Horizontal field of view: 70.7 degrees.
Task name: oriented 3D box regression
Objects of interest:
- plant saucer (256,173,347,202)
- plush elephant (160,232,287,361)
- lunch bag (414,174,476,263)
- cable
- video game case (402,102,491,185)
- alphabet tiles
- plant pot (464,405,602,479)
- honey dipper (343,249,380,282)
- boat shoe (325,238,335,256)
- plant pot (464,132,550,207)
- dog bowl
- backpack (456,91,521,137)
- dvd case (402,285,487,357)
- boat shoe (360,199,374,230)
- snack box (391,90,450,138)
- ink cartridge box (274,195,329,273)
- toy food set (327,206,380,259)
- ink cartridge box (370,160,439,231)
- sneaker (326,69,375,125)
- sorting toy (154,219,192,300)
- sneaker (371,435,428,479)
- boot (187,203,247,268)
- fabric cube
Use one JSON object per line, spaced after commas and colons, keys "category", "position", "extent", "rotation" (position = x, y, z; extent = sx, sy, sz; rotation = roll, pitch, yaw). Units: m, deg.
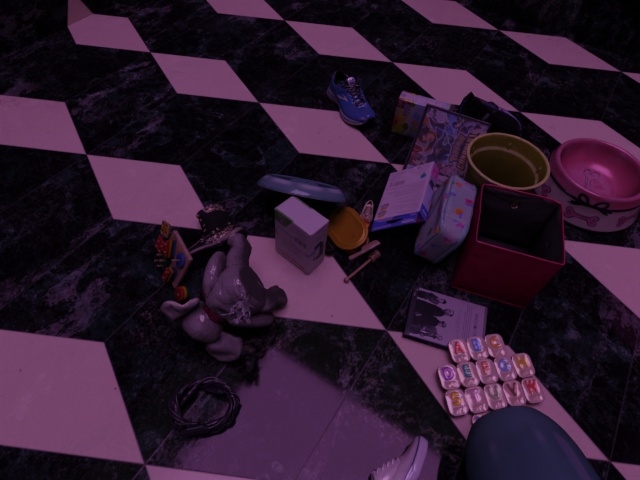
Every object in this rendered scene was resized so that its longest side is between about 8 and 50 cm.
{"category": "plant saucer", "position": [-0.060, -0.185, 1.557], "extent": [0.317, 0.043, 0.317], "rotation": [11, 11, -2]}
{"category": "plush elephant", "position": [-0.281, 0.188, 1.283], "extent": [0.255, 0.272, 0.330], "rotation": [-31, 15, 16]}
{"category": "lunch bag", "position": [0.417, -0.071, 1.521], "extent": [0.108, 0.224, 0.279], "rotation": [26, 55, -3]}
{"category": "cable", "position": [-0.307, 0.437, 1.200], "extent": [0.184, 0.047, 0.150], "rotation": [-11, 49, -9]}
{"category": "video game case", "position": [0.474, -0.349, 1.718], "extent": [0.248, 0.275, 0.035], "rotation": [23, 21, 13]}
{"category": "alphabet tiles", "position": [0.477, 0.403, 1.266], "extent": [0.284, 0.021, 0.278], "rotation": [-6, 61, -8]}
{"category": "plant pot", "position": [0.469, 0.533, 1.037], "extent": [0.293, 0.293, 0.235], "rotation": [-1, 37, -5]}
{"category": "honey dipper", "position": [0.137, 0.089, 1.501], "extent": [0.161, 0.030, 0.030], "rotation": [-38, 64, -23]}
{"category": "boat shoe", "position": [0.001, -0.001, 1.550], "extent": [0.049, 0.042, 0.133], "rotation": [-32, 60, -22]}
{"category": "plant pot", "position": [0.619, -0.196, 1.605], "extent": [0.276, 0.254, 0.276], "rotation": [2, 53, -3]}
{"category": "dog bowl", "position": [1.041, -0.228, 1.724], "extent": [0.408, 0.150, 0.408], "rotation": [2, 53, -2]}
{"category": "backpack", "position": [0.643, -0.424, 1.792], "extent": [0.263, 0.276, 0.213], "rotation": [25, 33, 5]}
{"category": "dvd case", "position": [0.387, 0.251, 1.392], "extent": [0.239, 0.029, 0.179], "rotation": [16, 54, 7]}
{"category": "boat shoe", "position": [0.165, -0.084, 1.622], "extent": [0.049, 0.043, 0.137], "rotation": [16, 55, 5]}
{"category": "snack box", "position": [0.414, -0.508, 1.876], "extent": [0.207, 0.174, 0.070], "rotation": [19, 55, 11]}
{"category": "ink cartridge box", "position": [-0.064, -0.014, 1.448], "extent": [0.154, 0.212, 0.093], "rotation": [36, 55, 22]}
{"category": "toy food set", "position": [0.106, -0.018, 1.560], "extent": [0.128, 0.071, 0.218], "rotation": [-36, 58, 1]}
{"category": "ink cartridge box", "position": [0.304, -0.144, 1.607], "extent": [0.186, 0.065, 0.311], "rotation": [-11, 39, 38]}
{"category": "sneaker", "position": [0.131, -0.628, 1.966], "extent": [0.130, 0.147, 0.330], "rotation": [-23, 59, -20]}
{"category": "sorting toy", "position": [-0.473, 0.053, 1.416], "extent": [0.046, 0.132, 0.274], "rotation": [0, 44, -47]}
{"category": "sneaker", "position": [0.173, 0.576, 1.091], "extent": [0.091, 0.094, 0.258], "rotation": [33, 58, 14]}
{"category": "boot", "position": [-0.386, -0.017, 1.515], "extent": [0.236, 0.085, 0.178], "rotation": [-30, 54, -19]}
{"category": "fabric cube", "position": [0.590, 0.018, 1.440], "extent": [0.254, 0.258, 0.259], "rotation": [15, 54, 9]}
